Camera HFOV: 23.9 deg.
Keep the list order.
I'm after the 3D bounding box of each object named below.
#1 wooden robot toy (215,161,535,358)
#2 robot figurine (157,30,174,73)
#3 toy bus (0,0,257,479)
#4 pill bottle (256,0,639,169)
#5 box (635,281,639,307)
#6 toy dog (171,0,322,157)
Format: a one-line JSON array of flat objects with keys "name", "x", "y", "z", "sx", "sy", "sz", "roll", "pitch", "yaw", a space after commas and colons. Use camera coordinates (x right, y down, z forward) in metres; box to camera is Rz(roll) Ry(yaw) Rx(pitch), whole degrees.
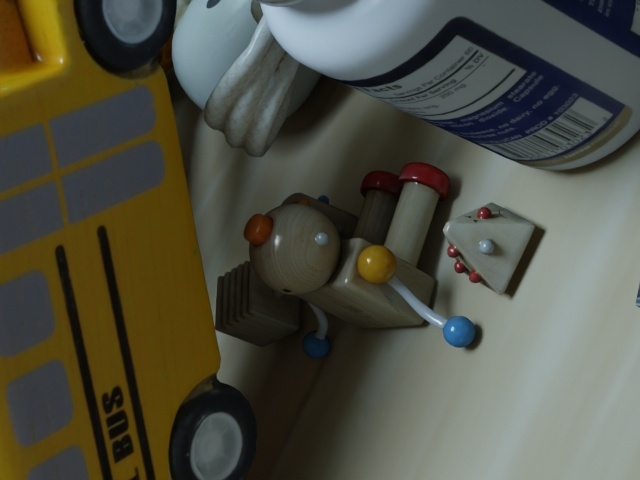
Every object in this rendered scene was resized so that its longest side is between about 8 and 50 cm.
[{"name": "wooden robot toy", "x": 0.000, "y": 0.000, "z": 0.605, "sx": 0.173, "sy": 0.079, "sz": 0.076, "roll": -10, "pitch": 63, "yaw": 52}, {"name": "robot figurine", "x": -0.149, "y": -0.079, "z": 0.729, "sx": 0.291, "sy": 0.085, "sz": 0.211, "roll": -55, "pitch": -13, "yaw": -45}, {"name": "toy bus", "x": -0.115, "y": 0.030, "z": 0.573, "sx": 0.108, "sy": 0.130, "sz": 0.332, "roll": 8, "pitch": 116, "yaw": 39}, {"name": "pill bottle", "x": 0.039, "y": -0.090, "z": 0.507, "sx": 0.094, "sy": 0.169, "sz": 0.094, "roll": -19, "pitch": 63, "yaw": 41}, {"name": "box", "x": 0.221, "y": -0.108, "z": 0.349, "sx": 0.242, "sy": 0.076, "sz": 0.307, "roll": 7, "pitch": 77, "yaw": 57}, {"name": "toy dog", "x": -0.022, "y": -0.213, "z": 0.626, "sx": 0.333, "sy": 0.161, "sz": 0.220, "roll": -64, "pitch": -1, "yaw": 12}]
